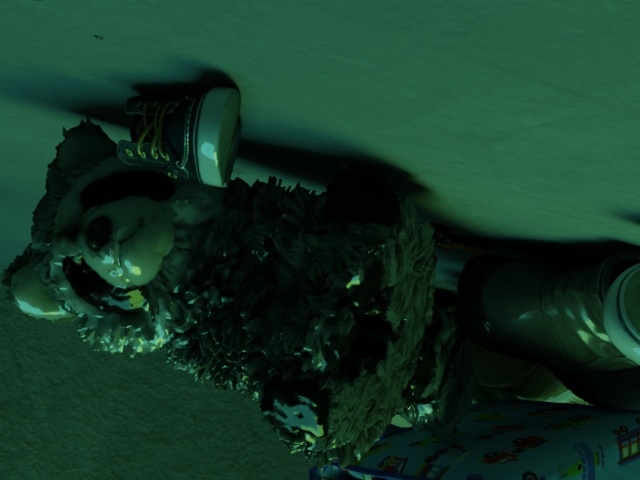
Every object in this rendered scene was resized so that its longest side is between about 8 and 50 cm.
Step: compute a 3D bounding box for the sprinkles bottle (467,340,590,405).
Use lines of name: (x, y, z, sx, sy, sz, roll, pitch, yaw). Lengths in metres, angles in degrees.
sprinkles bottle: (0.278, 0.130, 1.840, 0.121, 0.121, 0.355, 7, 170, 38)

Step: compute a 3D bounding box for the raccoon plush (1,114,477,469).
raccoon plush: (-0.067, 0.073, 1.447, 0.299, 0.216, 0.446, 16, 156, 23)

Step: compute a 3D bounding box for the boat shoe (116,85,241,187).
boat shoe: (-0.101, -0.072, 1.199, 0.083, 0.065, 0.183, 12, 174, -1)

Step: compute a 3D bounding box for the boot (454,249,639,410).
boot: (0.305, 0.091, 1.556, 0.338, 0.118, 0.222, 14, 170, -37)

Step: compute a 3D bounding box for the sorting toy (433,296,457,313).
sorting toy: (0.110, 0.088, 2.020, 0.132, 0.046, 0.274, 12, -173, 16)

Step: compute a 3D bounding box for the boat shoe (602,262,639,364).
boat shoe: (0.363, 0.053, 1.281, 0.302, 0.109, 0.094, 5, 158, -4)

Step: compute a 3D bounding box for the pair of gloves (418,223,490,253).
pair of gloves: (0.109, -0.002, 1.576, 0.083, 0.010, 0.074, 18, 171, -31)

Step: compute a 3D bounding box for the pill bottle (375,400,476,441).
pill bottle: (0.137, 0.207, 2.274, 0.204, 0.204, 0.361, 10, -179, 19)

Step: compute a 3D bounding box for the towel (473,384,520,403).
towel: (0.245, 0.176, 1.925, 0.248, 0.038, 0.325, 46, -166, 16)

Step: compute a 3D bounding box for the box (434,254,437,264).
box: (0.000, 0.000, 1.633, 0.207, 0.036, 0.114, 14, 175, 14)

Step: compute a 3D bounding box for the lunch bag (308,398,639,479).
lunch bag: (0.146, 0.219, 1.635, 0.221, 0.138, 0.293, -18, -159, -34)
